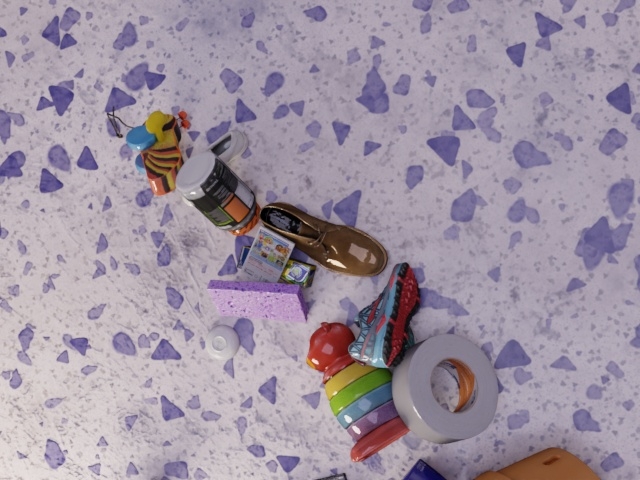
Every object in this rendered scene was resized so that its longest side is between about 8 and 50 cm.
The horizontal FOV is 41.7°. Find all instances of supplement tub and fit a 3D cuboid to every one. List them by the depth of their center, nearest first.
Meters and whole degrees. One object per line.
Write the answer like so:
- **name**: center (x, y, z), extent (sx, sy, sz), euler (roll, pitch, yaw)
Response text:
- **supplement tub**: center (-0.221, -0.099, 1.864), extent (0.117, 0.190, 0.117), euler (-21, 46, 23)

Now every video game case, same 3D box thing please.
- **video game case**: center (-0.117, 0.039, 1.860), extent (0.087, 0.011, 0.122), euler (29, 111, 9)

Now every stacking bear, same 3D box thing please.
- **stacking bear**: center (0.071, 0.310, 1.813), extent (0.164, 0.175, 0.289), euler (-32, 73, 0)

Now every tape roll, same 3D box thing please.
- **tape roll**: center (0.260, 0.307, 1.744), extent (0.219, 0.072, 0.219), euler (9, 68, -22)

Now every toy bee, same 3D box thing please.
- **toy bee**: center (-0.366, -0.238, 1.925), extent (0.162, 0.195, 0.298), euler (-27, 70, -14)

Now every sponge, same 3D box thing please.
- **sponge**: center (-0.138, 0.135, 1.884), extent (0.210, 0.117, 0.031), euler (4, 54, 13)

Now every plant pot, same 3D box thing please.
- **plant pot**: center (0.447, 0.549, 1.657), extent (0.203, 0.291, 0.291), euler (-31, 81, -19)

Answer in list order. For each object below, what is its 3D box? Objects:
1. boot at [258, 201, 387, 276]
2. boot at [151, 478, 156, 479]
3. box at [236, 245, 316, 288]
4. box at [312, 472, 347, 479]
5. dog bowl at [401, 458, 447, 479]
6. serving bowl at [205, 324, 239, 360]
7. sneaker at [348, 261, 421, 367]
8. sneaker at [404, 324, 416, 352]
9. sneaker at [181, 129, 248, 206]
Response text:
- **boot**: center (0.000, 0.000, 1.856), extent (0.305, 0.115, 0.112), euler (23, 92, 11)
- **boot**: center (-0.431, 0.676, 1.953), extent (0.123, 0.095, 0.258), euler (44, 106, 5)
- **box**: center (-0.099, 0.059, 1.903), extent (0.169, 0.059, 0.054), euler (16, 93, 13)
- **box**: center (0.024, 0.563, 1.881), extent (0.083, 0.018, 0.067), euler (-17, 85, 12)
- **dog bowl**: center (0.161, 0.580, 1.723), extent (0.104, 0.265, 0.265), euler (39, 97, 14)
- **serving bowl**: center (-0.230, 0.237, 1.944), extent (0.083, 0.027, 0.083), euler (0, 89, 13)
- **sneaker**: center (0.127, 0.149, 1.786), extent (0.125, 0.104, 0.261), euler (-6, 44, 32)
- **sneaker**: center (0.182, 0.237, 1.825), extent (0.065, 0.076, 0.166), euler (-24, 83, 10)
- **sneaker**: center (-0.258, -0.172, 1.930), extent (0.080, 0.094, 0.212), euler (39, 97, 10)
